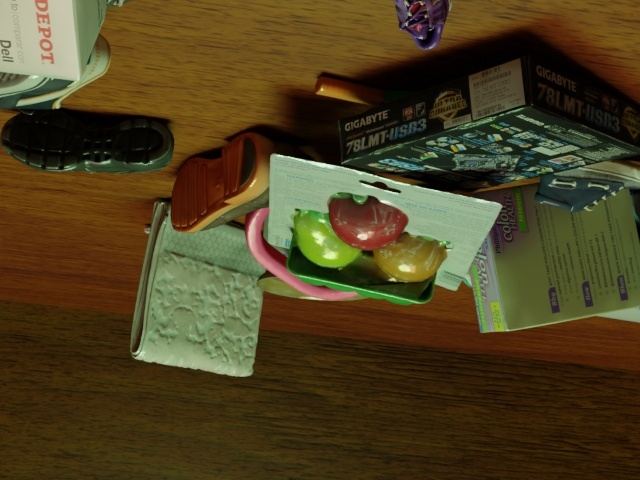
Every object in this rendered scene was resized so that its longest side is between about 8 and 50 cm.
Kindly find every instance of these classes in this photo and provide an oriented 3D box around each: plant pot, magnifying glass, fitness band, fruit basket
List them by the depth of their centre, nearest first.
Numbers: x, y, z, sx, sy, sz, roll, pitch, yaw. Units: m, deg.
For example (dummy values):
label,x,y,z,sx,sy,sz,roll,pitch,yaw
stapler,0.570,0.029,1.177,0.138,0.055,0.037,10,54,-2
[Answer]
label,x,y,z,sx,sy,sz,roll,pitch,yaw
magnifying glass,0.104,-0.187,1.404,0.231,0.026,0.092,11,165,-19
fruit basket,0.081,-0.030,1.569,0.327,0.165,0.353,12,153,2
fitness band,0.000,0.000,1.852,0.209,0.054,0.291,-40,124,21
plant pot,-0.010,0.083,2.063,0.236,0.032,0.236,4,167,1

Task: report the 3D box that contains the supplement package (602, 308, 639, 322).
label,x,y,z,sx,sy,sz,roll,pitch,yaw
supplement package,0.583,0.064,1.986,0.262,0.145,0.204,10,165,-16

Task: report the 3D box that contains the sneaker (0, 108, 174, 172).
label,x,y,z,sx,sy,sz,roll,pitch,yaw
sneaker,-0.360,-0.140,1.618,0.267,0.101,0.106,6,169,-2

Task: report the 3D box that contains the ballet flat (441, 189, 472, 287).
label,x,y,z,sx,sy,sz,roll,pitch,yaw
ballet flat,0.284,0.001,1.922,0.139,0.139,0.400,-2,163,28

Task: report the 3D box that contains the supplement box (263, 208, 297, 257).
label,x,y,z,sx,sy,sz,roll,pitch,yaw
supplement box,-0.017,0.001,2.033,0.111,0.113,0.220,-2,166,24

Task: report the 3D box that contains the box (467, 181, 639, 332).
label,x,y,z,sx,sy,sz,roll,pitch,yaw
box,0.358,0.019,1.605,0.243,0.213,0.117,-9,175,-13

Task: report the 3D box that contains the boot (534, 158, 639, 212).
label,x,y,z,sx,sy,sz,roll,pitch,yaw
boot,0.409,-0.082,1.541,0.190,0.086,0.069,10,-164,-15

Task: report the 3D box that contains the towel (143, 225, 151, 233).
label,x,y,z,sx,sy,sz,roll,pitch,yaw
towel,-0.275,-0.005,2.291,0.144,0.029,0.197,-4,161,34

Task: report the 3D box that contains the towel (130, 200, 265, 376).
label,x,y,z,sx,sy,sz,roll,pitch,yaw
towel,-0.233,0.106,2.117,0.053,0.316,0.332,1,168,39

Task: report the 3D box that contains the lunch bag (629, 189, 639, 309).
label,x,y,z,sx,sy,sz,roll,pitch,yaw
lunch bag,0.659,0.023,1.637,0.328,0.238,0.385,9,-178,-15

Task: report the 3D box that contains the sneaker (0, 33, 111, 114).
label,x,y,z,sx,sy,sz,roll,pitch,yaw
sneaker,-0.391,-0.214,1.268,0.321,0.126,0.127,7,-175,38

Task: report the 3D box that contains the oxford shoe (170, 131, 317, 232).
label,x,y,z,sx,sy,sz,roll,pitch,yaw
oxford shoe,-0.141,-0.079,1.734,0.133,0.130,0.364,7,167,-33

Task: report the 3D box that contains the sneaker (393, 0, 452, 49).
label,x,y,z,sx,sy,sz,roll,pitch,yaw
sneaker,0.100,-0.248,1.059,0.068,0.071,0.170,0,164,22

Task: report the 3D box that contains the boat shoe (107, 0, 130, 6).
label,x,y,z,sx,sy,sz,roll,pitch,yaw
boat shoe,-0.266,-0.266,1.072,0.335,0.095,0.112,0,165,23

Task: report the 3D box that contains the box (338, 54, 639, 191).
label,x,y,z,sx,sy,sz,roll,pitch,yaw
box,0.228,-0.139,1.361,0.293,0.073,0.296,-11,166,43

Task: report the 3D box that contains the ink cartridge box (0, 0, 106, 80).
label,x,y,z,sx,sy,sz,roll,pitch,yaw
ink cartridge box,-0.339,-0.265,0.919,0.273,0.114,0.198,6,138,-2
